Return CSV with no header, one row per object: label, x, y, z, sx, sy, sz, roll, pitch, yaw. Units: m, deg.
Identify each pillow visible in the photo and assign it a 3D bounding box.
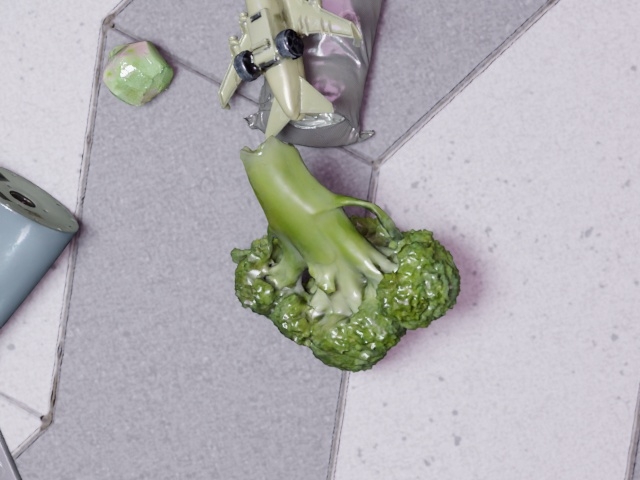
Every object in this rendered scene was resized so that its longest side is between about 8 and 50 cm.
pillow,-0.003,-0.245,1.621,0.169,0.059,0.255,8,93,7

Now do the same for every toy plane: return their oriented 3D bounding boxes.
toy plane,-0.056,-0.251,1.563,0.229,0.092,0.244,-22,83,37

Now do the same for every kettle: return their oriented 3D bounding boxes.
kettle,-0.457,0.024,1.628,0.210,0.160,0.243,39,101,21

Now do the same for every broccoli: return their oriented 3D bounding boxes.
broccoli,0.008,0.016,1.578,0.302,0.186,0.254,47,134,1

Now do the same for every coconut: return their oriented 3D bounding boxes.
coconut,-0.237,-0.214,1.629,0.081,0.083,0.082,46,54,1

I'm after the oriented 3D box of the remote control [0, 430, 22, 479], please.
remote control,-0.458,0.263,1.687,0.077,0.022,0.245,-23,90,3
